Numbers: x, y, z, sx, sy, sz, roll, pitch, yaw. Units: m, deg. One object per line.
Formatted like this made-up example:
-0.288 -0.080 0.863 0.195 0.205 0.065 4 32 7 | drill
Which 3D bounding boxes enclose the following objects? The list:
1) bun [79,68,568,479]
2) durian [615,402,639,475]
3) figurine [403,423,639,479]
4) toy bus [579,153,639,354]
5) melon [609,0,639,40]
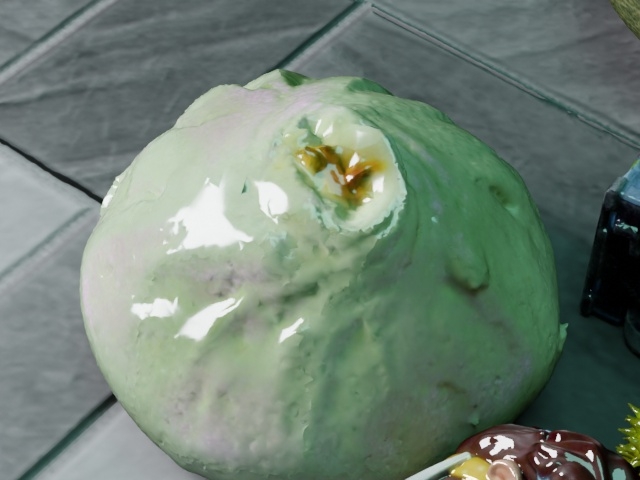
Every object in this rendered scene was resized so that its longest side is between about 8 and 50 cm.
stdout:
0.000 0.000 1.076 0.293 0.187 0.293 1 45 -1 | bun
0.250 0.131 0.991 0.198 0.159 0.146 35 47 25 | durian
0.135 0.176 0.936 0.115 0.175 0.240 -27 31 -14 | figurine
0.293 0.024 1.131 0.234 0.116 0.133 25 45 20 | toy bus
0.328 -0.206 1.272 0.301 0.237 0.237 29 50 27 | melon
